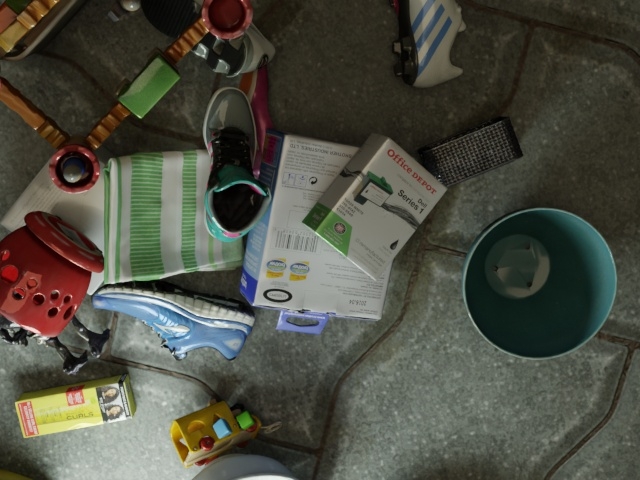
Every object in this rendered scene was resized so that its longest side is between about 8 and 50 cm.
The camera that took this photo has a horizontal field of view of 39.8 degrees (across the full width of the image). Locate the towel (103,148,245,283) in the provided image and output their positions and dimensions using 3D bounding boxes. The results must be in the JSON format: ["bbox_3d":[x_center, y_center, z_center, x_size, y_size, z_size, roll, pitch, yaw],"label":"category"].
[{"bbox_3d":[-0.271,-0.049,1.695,0.038,0.325,0.248,9,102,43],"label":"towel"}]

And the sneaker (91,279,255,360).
[{"bbox_3d":[-0.306,0.168,1.792,0.330,0.130,0.147,16,96,-3],"label":"sneaker"}]

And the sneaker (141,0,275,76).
[{"bbox_3d":[-0.223,-0.435,1.718,0.330,0.146,0.122,46,123,15],"label":"sneaker"}]

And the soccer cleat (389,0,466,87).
[{"bbox_3d":[0.210,-0.465,1.721,0.143,0.116,0.331,-6,101,-16],"label":"soccer cleat"}]

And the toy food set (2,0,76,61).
[{"bbox_3d":[-0.492,-0.461,1.641,0.092,0.220,0.306,42,97,-16],"label":"toy food set"}]

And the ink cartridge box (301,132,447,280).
[{"bbox_3d":[0.100,-0.065,1.622,0.160,0.092,0.219,38,90,-20],"label":"ink cartridge box"}]

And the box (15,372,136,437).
[{"bbox_3d":[-0.510,0.345,1.851,0.232,0.058,0.087,-9,99,1],"label":"box"}]

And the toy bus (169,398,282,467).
[{"bbox_3d":[-0.211,0.384,1.834,0.191,0.202,0.104,-36,67,12],"label":"toy bus"}]

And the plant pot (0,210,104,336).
[{"bbox_3d":[-0.505,0.052,1.604,0.191,0.191,0.174,36,92,-6],"label":"plant pot"}]

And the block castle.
[{"bbox_3d":[-0.367,-0.332,1.479,0.453,0.213,0.303,-44,113,6],"label":"block castle"}]

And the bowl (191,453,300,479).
[{"bbox_3d":[-0.175,0.537,1.820,0.298,0.134,0.298,-13,128,-17],"label":"bowl"}]

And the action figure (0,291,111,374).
[{"bbox_3d":[-0.572,0.155,1.784,0.275,0.141,0.164,40,99,-22],"label":"action figure"}]

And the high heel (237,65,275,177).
[{"bbox_3d":[-0.107,-0.245,1.770,0.117,0.082,0.244,8,85,-31],"label":"high heel"}]

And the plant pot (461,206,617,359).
[{"bbox_3d":[0.410,0.067,1.749,0.290,0.195,0.290,0,99,-1],"label":"plant pot"}]

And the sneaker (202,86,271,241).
[{"bbox_3d":[-0.161,-0.136,1.634,0.124,0.178,0.295,-1,99,-18],"label":"sneaker"}]

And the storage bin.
[{"bbox_3d":[0.294,-0.173,1.748,0.180,0.122,0.084,-21,98,3],"label":"storage bin"}]

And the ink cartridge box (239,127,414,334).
[{"bbox_3d":[0.000,0.000,1.731,0.270,0.151,0.395,8,97,-17],"label":"ink cartridge box"}]

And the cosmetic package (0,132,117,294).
[{"bbox_3d":[-0.460,-0.057,1.750,0.224,0.138,0.224,40,96,-8],"label":"cosmetic package"}]

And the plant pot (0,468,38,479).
[{"bbox_3d":[-0.655,0.587,1.822,0.212,0.187,0.212,19,98,-4],"label":"plant pot"}]
